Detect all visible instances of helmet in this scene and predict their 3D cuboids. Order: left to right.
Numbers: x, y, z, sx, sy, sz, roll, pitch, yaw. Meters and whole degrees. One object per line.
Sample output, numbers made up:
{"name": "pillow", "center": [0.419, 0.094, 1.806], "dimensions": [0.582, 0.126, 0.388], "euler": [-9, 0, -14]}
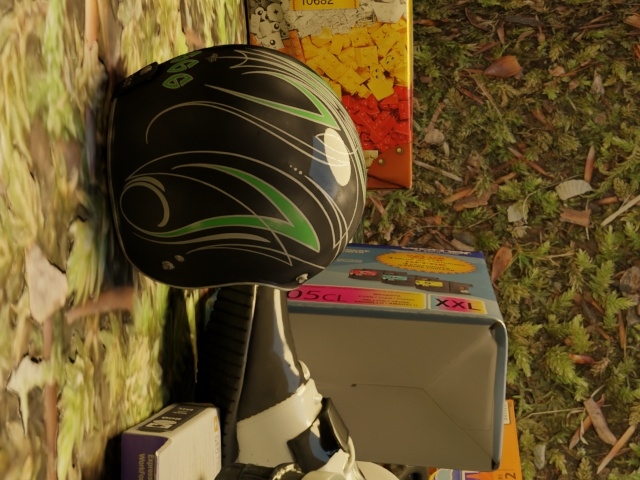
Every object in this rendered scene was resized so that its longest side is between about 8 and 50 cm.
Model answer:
{"name": "helmet", "center": [-0.050, -0.048, 0.691], "dimensions": [0.169, 0.161, 0.169], "euler": [-1, 90, -84]}

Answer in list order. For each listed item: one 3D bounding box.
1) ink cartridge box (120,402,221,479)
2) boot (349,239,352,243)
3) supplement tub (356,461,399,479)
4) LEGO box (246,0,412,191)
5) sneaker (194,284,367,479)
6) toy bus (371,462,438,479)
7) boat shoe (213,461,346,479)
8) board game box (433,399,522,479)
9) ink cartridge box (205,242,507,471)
{"name": "ink cartridge box", "center": [-0.104, 0.224, 0.681], "dimensions": [0.208, 0.045, 0.206], "euler": [32, 57, -86]}
{"name": "boot", "center": [-0.001, 0.081, 1.589], "dimensions": [0.244, 0.088, 0.176], "euler": [-73, 163, -47]}
{"name": "supplement tub", "center": [0.026, 0.421, 1.220], "dimensions": [0.191, 0.191, 0.272], "euler": [-80, 168, -63]}
{"name": "LEGO box", "center": [0.031, -0.316, 1.408], "dimensions": [0.500, 0.193, 0.372], "euler": [-77, 165, -68]}
{"name": "sneaker", "center": [-0.026, 0.174, 0.849], "dimensions": [0.122, 0.146, 0.330], "euler": [-166, -103, -70]}
{"name": "toy bus", "center": [0.018, 0.348, 1.384], "dimensions": [0.220, 0.149, 0.211], "euler": [18, 101, -44]}
{"name": "boat shoe", "center": [-0.033, 0.302, 0.710], "dimensions": [0.114, 0.091, 0.302], "euler": [3, 91, -65]}
{"name": "board game box", "center": [0.163, 0.524, 1.729], "dimensions": [0.356, 0.356, 0.356], "euler": [-84, 170, -53]}
{"name": "ink cartridge box", "center": [0.045, 0.094, 1.079], "dimensions": [0.395, 0.270, 0.151], "euler": [-57, 151, -80]}
